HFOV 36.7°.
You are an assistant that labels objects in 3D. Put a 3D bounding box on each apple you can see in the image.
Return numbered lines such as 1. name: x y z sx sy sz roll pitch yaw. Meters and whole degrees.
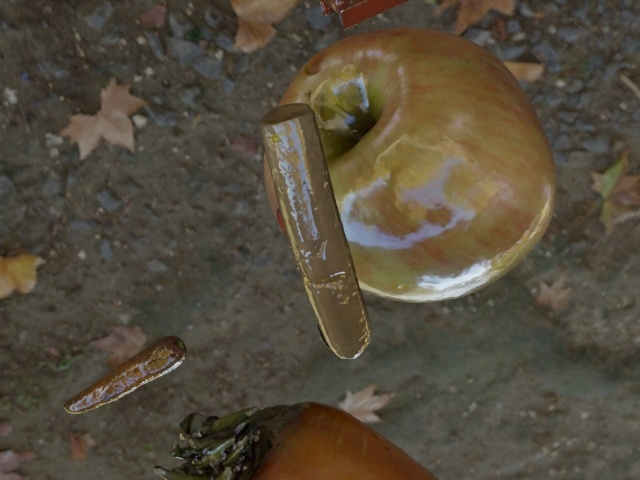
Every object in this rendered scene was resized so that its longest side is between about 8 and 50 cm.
1. apple: 0.132 -0.098 1.349 0.391 0.391 0.346 -47 135 13

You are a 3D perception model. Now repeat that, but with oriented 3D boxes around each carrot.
1. carrot: -0.004 0.265 0.931 0.331 0.193 0.214 38 131 -9
2. carrot: -0.259 0.183 1.270 0.191 0.047 0.047 -32 133 11

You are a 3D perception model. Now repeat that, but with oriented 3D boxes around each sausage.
1. sausage: -0.001 0.001 1.001 0.066 0.066 0.301 -23 120 -9

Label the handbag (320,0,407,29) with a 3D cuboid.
1. handbag: 0.078 -0.315 1.005 0.190 0.063 0.127 -26 131 -16
